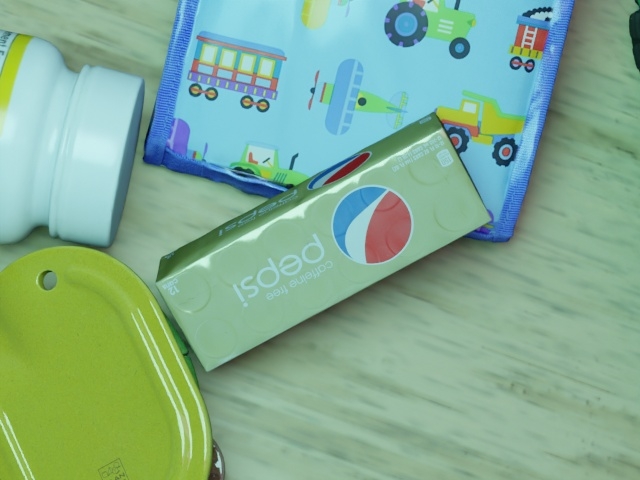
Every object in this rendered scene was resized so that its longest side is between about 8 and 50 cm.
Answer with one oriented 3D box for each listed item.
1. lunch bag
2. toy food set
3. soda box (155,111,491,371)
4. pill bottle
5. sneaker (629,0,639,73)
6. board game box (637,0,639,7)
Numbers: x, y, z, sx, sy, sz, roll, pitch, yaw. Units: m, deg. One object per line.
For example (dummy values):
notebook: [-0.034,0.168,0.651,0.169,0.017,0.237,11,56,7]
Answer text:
lunch bag: [0.030,-0.140,1.124,0.221,0.138,0.293,14,85,-4]
toy food set: [-0.113,0.109,1.069,0.128,0.071,0.218,-28,76,12]
soda box: [0.000,0.000,1.074,0.181,0.058,0.061,-28,103,4]
pill bottle: [-0.209,-0.063,1.073,0.208,0.119,0.119,12,74,-2]
sneaker: [0.278,-0.048,1.130,0.118,0.107,0.279,-9,80,-22]
board game box: [0.294,-0.011,1.050,0.213,0.046,0.317,-17,88,-44]
